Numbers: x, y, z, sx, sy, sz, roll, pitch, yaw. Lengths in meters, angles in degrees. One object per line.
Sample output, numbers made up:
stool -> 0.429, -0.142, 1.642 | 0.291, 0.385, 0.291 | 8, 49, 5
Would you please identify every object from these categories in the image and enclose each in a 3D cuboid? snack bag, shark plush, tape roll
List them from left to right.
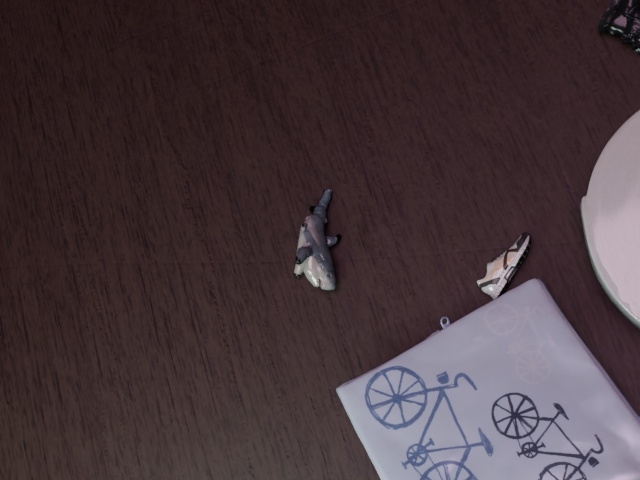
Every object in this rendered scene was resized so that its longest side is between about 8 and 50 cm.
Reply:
shark plush -> 0.000, 0.000, 1.375 | 0.067, 0.073, 0.161 | 8, 56, 0
snack bag -> 0.229, 0.241, 1.168 | 0.342, 0.037, 0.323 | -31, 56, 1
tape roll -> 0.553, -0.030, 1.179 | 0.392, 0.072, 0.392 | -4, 75, 16

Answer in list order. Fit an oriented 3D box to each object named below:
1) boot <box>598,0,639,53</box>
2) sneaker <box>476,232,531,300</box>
boot -> 0.480, -0.338, 1.298 | 0.099, 0.045, 0.121 | 33, 95, 25
sneaker -> 0.266, 0.032, 1.271 | 0.044, 0.040, 0.109 | 32, 87, 25
